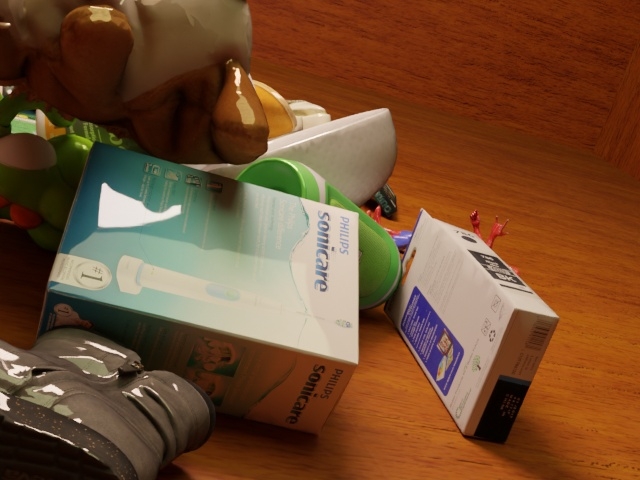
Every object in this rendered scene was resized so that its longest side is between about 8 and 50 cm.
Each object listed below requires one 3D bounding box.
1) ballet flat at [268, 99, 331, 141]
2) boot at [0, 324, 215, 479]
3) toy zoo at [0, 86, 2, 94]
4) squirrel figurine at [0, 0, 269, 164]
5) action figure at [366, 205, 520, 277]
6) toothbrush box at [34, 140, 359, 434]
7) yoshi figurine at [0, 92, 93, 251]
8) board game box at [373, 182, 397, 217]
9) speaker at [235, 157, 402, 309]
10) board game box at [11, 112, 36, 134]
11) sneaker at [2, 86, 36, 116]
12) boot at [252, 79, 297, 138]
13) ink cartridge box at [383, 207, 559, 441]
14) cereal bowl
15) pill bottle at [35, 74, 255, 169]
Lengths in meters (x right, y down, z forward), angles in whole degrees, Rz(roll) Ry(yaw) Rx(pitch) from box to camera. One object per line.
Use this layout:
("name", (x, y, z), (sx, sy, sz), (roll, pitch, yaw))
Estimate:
("ballet flat", (-0.090, -0.192, 1.838), (0.182, 0.164, 0.482), (-17, -4, 35))
("boot", (-0.261, 0.110, 0.792), (0.338, 0.118, 0.223), (34, 13, 2))
("toy zoo", (-0.669, -0.247, 1.536), (0.293, 0.030, 0.192), (2, 1, -44))
("squirrel figurine", (-0.280, -0.215, 1.087), (0.370, 0.281, 0.397), (1, -3, -20))
("action figure", (0.220, -0.017, 1.698), (0.280, 0.139, 0.091), (25, 19, 15))
("toothbrush box", (-0.116, 0.046, 1.009), (0.295, 0.126, 0.216), (14, 43, -12))
("yoshi figurine", (-0.406, -0.139, 1.281), (0.203, 0.203, 0.362), (-39, 83, -25))
("board game box", (0.088, -0.139, 1.938), (0.186, 0.026, 0.126), (55, 11, -9))
("speaker", (0.000, 0.000, 1.258), (0.131, 0.131, 0.296), (29, -3, 32))
("board game box", (-0.428, -0.169, 1.672), (0.259, 0.030, 0.136), (10, 20, -26))
("sneaker", (-0.480, -0.262, 1.820), (0.340, 0.125, 0.140), (4, 49, -48))
("boot", (-0.190, -0.147, 1.502), (0.295, 0.104, 0.211), (13, 48, 47))
("ink cartridge box", (0.174, 0.091, 1.237), (0.065, 0.165, 0.333), (13, 18, -18))
("cereal bowl", (-0.041, -0.077, 1.455), (0.339, 0.141, 0.339), (-19, 8, 3))
("pill bottle", (-0.236, -0.167, 1.380), (0.278, 0.162, 0.162), (-6, 8, 20))
